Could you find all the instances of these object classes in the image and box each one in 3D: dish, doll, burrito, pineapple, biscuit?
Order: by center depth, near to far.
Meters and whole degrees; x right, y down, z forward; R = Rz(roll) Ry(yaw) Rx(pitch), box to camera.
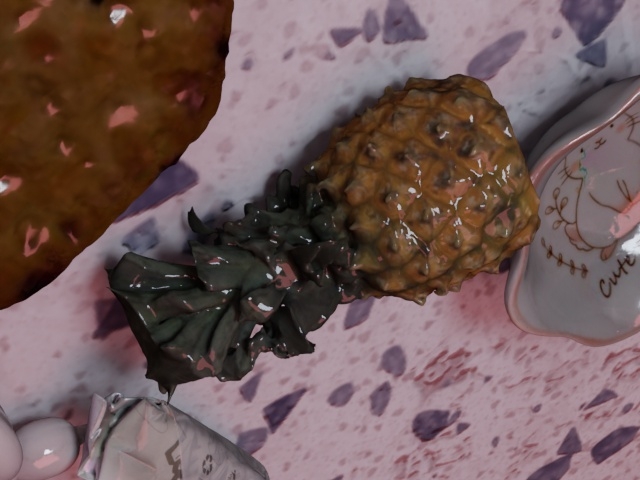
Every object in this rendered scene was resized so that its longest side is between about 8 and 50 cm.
[{"bbox_3d":[-0.187,-0.094,0.590,0.359,0.046,0.359,-21,135,-23],"label":"biscuit"},{"bbox_3d":[0.000,0.000,0.777,0.248,0.128,0.128,-27,138,-9],"label":"pineapple"},{"bbox_3d":[-0.198,0.161,0.796,0.161,0.059,0.160,-51,138,9],"label":"doll"},{"bbox_3d":[-0.087,0.143,0.846,0.064,0.064,0.203,-43,152,0],"label":"burrito"},{"bbox_3d":[0.200,-0.037,0.928,0.229,0.081,0.229,-19,132,-22],"label":"dish"}]
